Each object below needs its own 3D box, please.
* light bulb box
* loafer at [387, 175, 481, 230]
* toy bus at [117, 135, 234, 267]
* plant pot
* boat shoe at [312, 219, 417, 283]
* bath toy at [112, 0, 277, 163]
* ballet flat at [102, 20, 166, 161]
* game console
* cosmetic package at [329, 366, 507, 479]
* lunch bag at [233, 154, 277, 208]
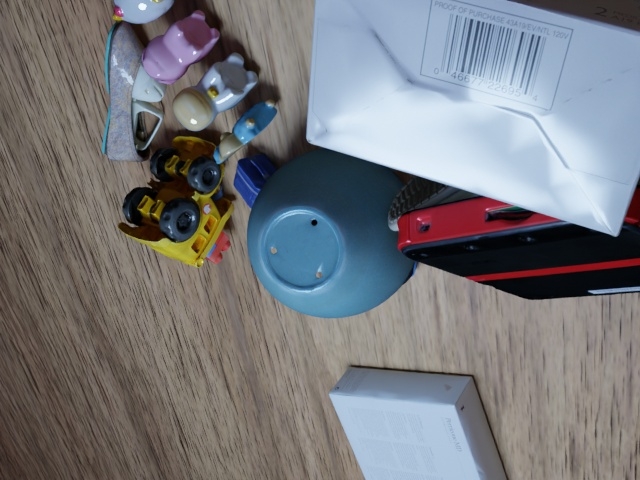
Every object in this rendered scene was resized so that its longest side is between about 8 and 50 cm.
[{"bbox_3d":[0.219,-0.236,0.959,0.358,0.361,0.225,19,132,15],"label":"light bulb box"},{"bbox_3d":[0.219,-0.079,1.254,0.268,0.102,0.092,-33,116,24],"label":"loafer"},{"bbox_3d":[-0.238,-0.057,1.614,0.149,0.220,0.211,16,163,42],"label":"toy bus"},{"bbox_3d":[0.000,0.000,1.365,0.290,0.195,0.290,3,99,16],"label":"plant pot"},{"bbox_3d":[0.043,0.006,1.500,0.258,0.089,0.109,19,132,24],"label":"boat shoe"},{"bbox_3d":[-0.233,-0.300,1.427,0.348,0.151,0.129,54,141,-6],"label":"bath toy"},{"bbox_3d":[-0.342,-0.268,1.581,0.106,0.107,0.316,17,140,-1],"label":"ballet flat"},{"bbox_3d":[0.330,0.011,1.156,0.342,0.060,0.386,18,164,-34],"label":"game console"},{"bbox_3d":[0.212,0.434,1.705,0.284,0.097,0.377,0,122,38],"label":"cosmetic package"},{"bbox_3d":[-0.111,-0.111,1.529,0.098,0.067,0.065,51,143,27],"label":"lunch bag"}]
